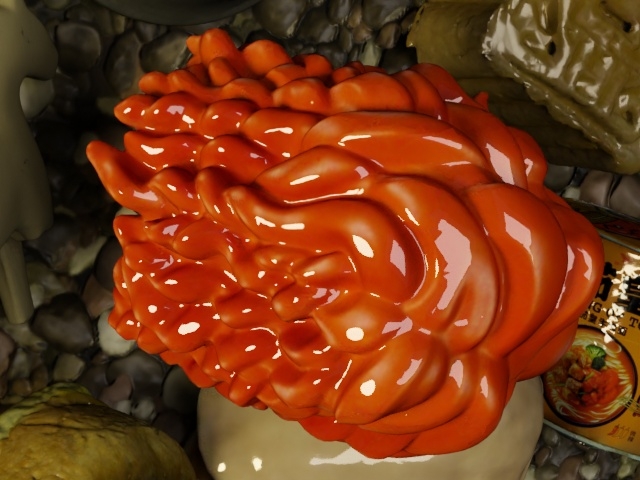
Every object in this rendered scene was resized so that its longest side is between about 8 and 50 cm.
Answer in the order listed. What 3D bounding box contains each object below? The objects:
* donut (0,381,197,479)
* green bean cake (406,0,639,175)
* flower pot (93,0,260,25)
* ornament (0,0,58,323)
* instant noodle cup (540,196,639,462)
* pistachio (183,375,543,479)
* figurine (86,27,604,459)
[{"bbox_3d":[-0.165,0.239,1.128,0.208,0.128,0.261,-48,131,-39],"label":"donut"},{"bbox_3d":[0.205,-0.191,1.302,0.229,0.131,0.224,31,82,-34],"label":"green bean cake"},{"bbox_3d":[-0.063,-0.274,1.097,0.269,0.166,0.269,-6,101,-31],"label":"flower pot"},{"bbox_3d":[-0.225,-0.032,1.067,0.230,0.061,0.245,-50,140,-54],"label":"ornament"},{"bbox_3d":[0.257,0.076,1.357,0.215,0.216,0.172,13,102,-34],"label":"instant noodle cup"},{"bbox_3d":[0.037,0.147,1.250,0.299,0.187,0.188,-5,103,-23],"label":"pistachio"},{"bbox_3d":[0.003,0.003,1.063,0.306,0.412,0.241,34,85,-3],"label":"figurine"}]
